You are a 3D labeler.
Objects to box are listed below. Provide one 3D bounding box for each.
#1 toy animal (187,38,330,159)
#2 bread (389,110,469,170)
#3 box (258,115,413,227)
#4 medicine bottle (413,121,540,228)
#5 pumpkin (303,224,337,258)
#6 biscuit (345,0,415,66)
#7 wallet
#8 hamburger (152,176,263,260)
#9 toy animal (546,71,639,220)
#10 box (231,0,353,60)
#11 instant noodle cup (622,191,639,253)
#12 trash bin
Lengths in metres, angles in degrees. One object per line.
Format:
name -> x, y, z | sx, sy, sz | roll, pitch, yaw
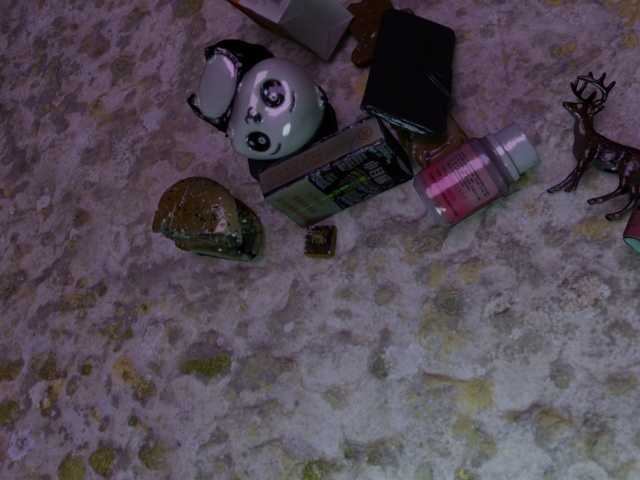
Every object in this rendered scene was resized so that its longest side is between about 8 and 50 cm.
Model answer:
toy animal -> -0.131, -0.323, 1.425 | 0.310, 0.251, 0.251 | 38, 91, 25
bread -> 0.247, -0.256, 1.417 | 0.134, 0.081, 0.225 | -30, 59, 9
box -> 0.037, -0.153, 1.417 | 0.310, 0.198, 0.084 | -24, 61, 18
medicine bottle -> 0.330, -0.141, 1.296 | 0.247, 0.147, 0.147 | -33, 60, 12
pumpkin -> 0.000, 0.000, 1.465 | 0.074, 0.054, 0.083 | -2, 66, 22
biscuit -> 0.157, -0.533, 1.584 | 0.197, 0.049, 0.302 | -38, 58, 20
wallet -> 0.208, -0.384, 1.389 | 0.197, 0.051, 0.378 | 19, 54, -6
hamburger -> -0.282, -0.061, 1.562 | 0.288, 0.167, 0.192 | 4, 75, 29
toy animal -> 0.572, -0.192, 1.241 | 0.243, 0.087, 0.260 | 33, 87, 19
box -> -0.112, -0.643, 1.639 | 0.341, 0.225, 0.143 | 40, 102, 36
instant noodle cup -> 0.666, -0.080, 1.071 | 0.244, 0.244, 0.255 | 29, 95, 32
trash bin -> -0.069, -0.249, 1.562 | 0.225, 0.115, 0.165 | -23, 63, 23
